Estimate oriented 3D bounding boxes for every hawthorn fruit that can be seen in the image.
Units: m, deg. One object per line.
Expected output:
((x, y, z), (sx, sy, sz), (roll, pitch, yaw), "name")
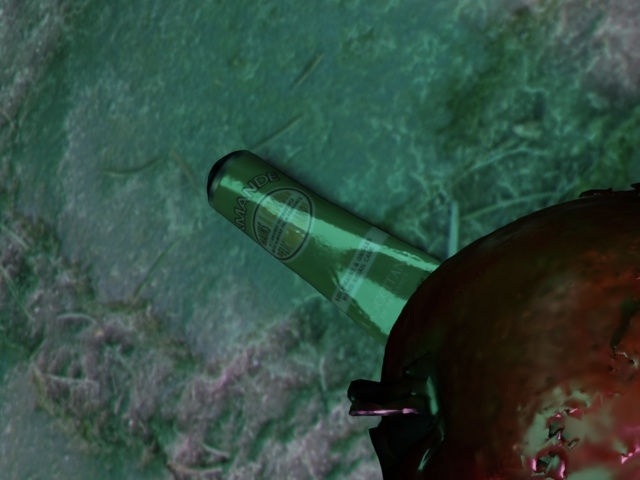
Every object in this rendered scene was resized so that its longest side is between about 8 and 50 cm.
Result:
((0.179, 0.121, 0.753), (0.316, 0.316, 0.315), (0, 91, 34), "hawthorn fruit")

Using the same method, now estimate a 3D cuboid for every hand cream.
((0.000, 0.000, 1.008), (0.235, 0.055, 0.086), (36, 112, 21), "hand cream")
